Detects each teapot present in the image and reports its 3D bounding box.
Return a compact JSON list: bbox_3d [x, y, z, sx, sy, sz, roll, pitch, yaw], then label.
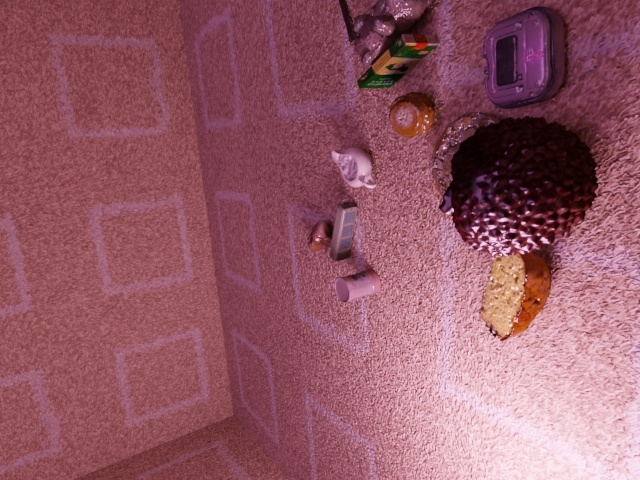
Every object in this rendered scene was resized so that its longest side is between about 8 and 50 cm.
[{"bbox_3d":[0.134,-0.260,1.625,0.226,0.093,0.145,50,141,36],"label":"teapot"}]

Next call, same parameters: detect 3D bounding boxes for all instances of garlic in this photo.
[{"bbox_3d":[-0.009,-0.009,1.944,0.174,0.099,0.123,130,136,-53],"label":"garlic"}]

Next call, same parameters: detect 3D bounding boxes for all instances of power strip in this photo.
[{"bbox_3d":[0.091,-0.034,1.785,0.052,0.078,0.271,41,132,42],"label":"power strip"}]

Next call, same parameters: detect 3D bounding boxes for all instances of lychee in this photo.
[{"bbox_3d":[0.430,-0.115,1.006,0.331,0.306,0.305,-8,94,24],"label":"lychee"}]

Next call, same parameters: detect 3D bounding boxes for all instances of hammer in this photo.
[{"bbox_3d":[0.078,-0.828,1.582,0.125,0.027,0.296,-27,78,57],"label":"hammer"}]

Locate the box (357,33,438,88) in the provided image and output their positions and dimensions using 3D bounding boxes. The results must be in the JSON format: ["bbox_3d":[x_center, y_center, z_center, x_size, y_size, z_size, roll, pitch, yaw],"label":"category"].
[{"bbox_3d":[0.225,-0.530,1.345,0.235,0.132,0.034,-28,77,57],"label":"box"}]

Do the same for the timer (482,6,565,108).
[{"bbox_3d":[0.469,-0.422,1.053,0.191,0.069,0.208,6,107,60],"label":"timer"}]

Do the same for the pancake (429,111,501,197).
[{"bbox_3d":[0.410,-0.218,1.234,0.282,0.049,0.282,28,125,52],"label":"pancake"}]

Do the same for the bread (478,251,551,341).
[{"bbox_3d":[0.501,0.121,1.129,0.129,0.134,0.260,-125,34,-52],"label":"bread"}]

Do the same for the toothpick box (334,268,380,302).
[{"bbox_3d":[0.141,0.172,1.705,0.098,0.149,0.098,27,122,52],"label":"toothpick box"}]

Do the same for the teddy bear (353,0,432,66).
[{"bbox_3d":[0.198,-0.649,1.317,0.151,0.235,0.267,37,135,-14],"label":"teddy bear"}]

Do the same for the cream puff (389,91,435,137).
[{"bbox_3d":[0.279,-0.377,1.340,0.144,0.103,0.126,0,113,58],"label":"cream puff"}]
